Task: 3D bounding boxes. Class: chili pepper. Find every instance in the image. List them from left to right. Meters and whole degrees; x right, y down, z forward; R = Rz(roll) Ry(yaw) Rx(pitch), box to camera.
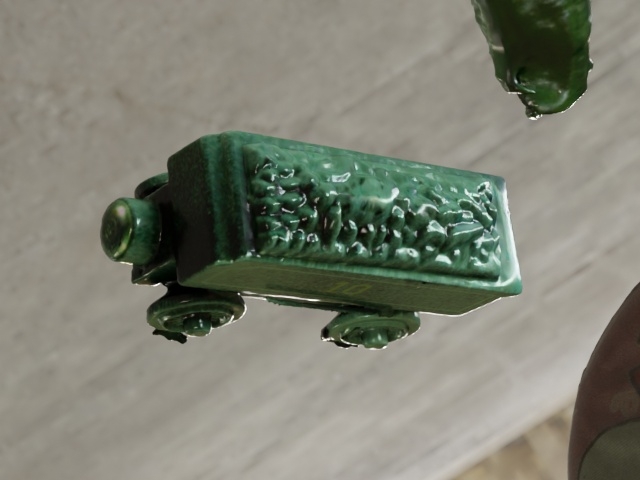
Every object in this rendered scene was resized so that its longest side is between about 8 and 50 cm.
[{"bbox_3d":[0.089,-0.162,0.953,0.108,0.216,0.062,-22,-162,-24],"label":"chili pepper"}]

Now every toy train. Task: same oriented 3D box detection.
[{"bbox_3d":[0.000,0.000,0.765,0.172,0.070,0.099,7,157,-38],"label":"toy train"}]

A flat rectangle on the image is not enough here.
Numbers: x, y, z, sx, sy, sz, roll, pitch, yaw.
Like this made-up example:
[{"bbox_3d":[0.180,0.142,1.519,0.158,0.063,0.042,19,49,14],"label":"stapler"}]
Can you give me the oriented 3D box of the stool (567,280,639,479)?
[{"bbox_3d":[0.304,0.132,1.189,0.178,0.272,0.272,28,126,-37],"label":"stool"}]
